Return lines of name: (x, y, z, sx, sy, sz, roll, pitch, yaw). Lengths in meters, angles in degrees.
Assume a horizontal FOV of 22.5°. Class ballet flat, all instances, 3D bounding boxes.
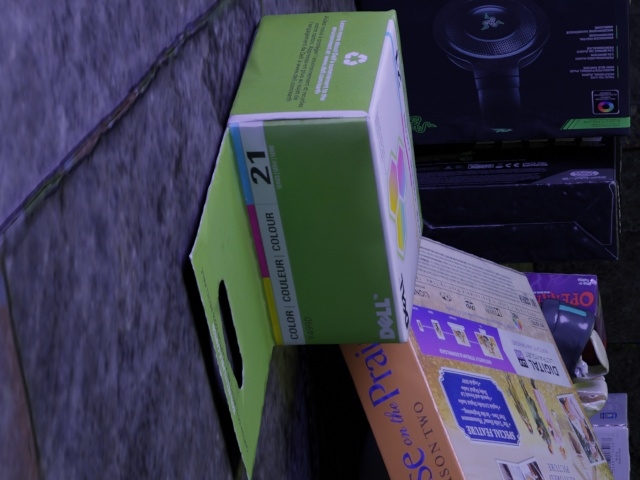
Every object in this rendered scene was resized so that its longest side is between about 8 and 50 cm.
ballet flat: (0.232, 0.129, 1.491, 0.203, 0.074, 0.074, 80, 14, -47)

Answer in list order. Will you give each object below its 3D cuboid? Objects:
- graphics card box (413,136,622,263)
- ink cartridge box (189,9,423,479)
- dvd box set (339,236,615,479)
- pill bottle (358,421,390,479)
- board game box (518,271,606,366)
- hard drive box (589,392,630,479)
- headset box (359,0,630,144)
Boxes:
graphics card box: (0.212, -0.075, 1.764, 0.371, 0.233, 0.094, -63, 150, -69)
ink cartridge box: (0.000, 0.000, 1.020, 0.255, 0.097, 0.189, -79, 163, -51)
dvd box set: (0.154, 0.198, 1.237, 0.307, 0.062, 0.420, 16, 48, -58)
pill bottle: (0.122, 0.151, 1.487, 0.264, 0.146, 0.146, -71, 157, -60)
board game box: (0.208, 0.091, 1.782, 0.347, 0.208, 0.056, 50, 40, -72)
hard drive box: (0.218, 0.263, 1.738, 0.089, 0.232, 0.181, -63, 150, -69)
headset box: (0.169, -0.219, 1.532, 0.283, 0.246, 0.131, 76, 16, -52)
